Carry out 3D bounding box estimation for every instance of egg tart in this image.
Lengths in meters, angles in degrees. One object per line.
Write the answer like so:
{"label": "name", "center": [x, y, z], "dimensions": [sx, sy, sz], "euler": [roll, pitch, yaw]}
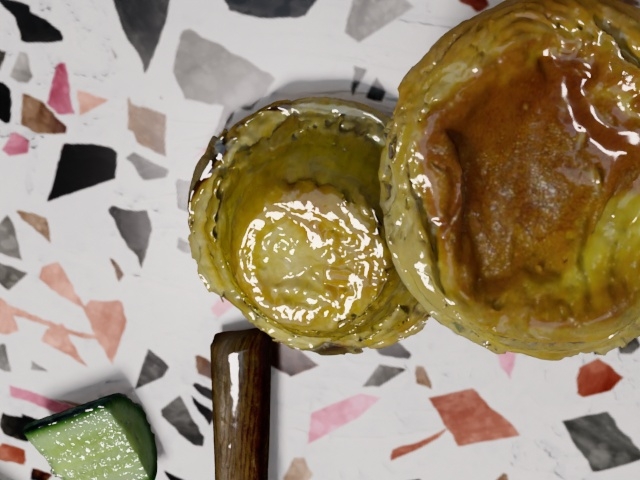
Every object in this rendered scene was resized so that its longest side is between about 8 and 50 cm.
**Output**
{"label": "egg tart", "center": [0.000, 0.000, 1.672], "dimensions": [0.294, 0.116, 0.295], "euler": [5, 115, 11]}
{"label": "egg tart", "center": [0.220, -0.062, 1.568], "dimensions": [0.351, 0.150, 0.352], "euler": [0, 102, 0]}

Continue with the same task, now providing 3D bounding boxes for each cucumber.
{"label": "cucumber", "center": [-0.249, 0.225, 1.850], "dimensions": [0.115, 0.062, 0.116], "euler": [-20, 114, 21]}

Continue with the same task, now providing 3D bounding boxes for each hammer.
{"label": "hammer", "center": [-0.091, 0.287, 1.828], "dimensions": [0.242, 0.095, 0.409], "euler": [4, 111, 11]}
